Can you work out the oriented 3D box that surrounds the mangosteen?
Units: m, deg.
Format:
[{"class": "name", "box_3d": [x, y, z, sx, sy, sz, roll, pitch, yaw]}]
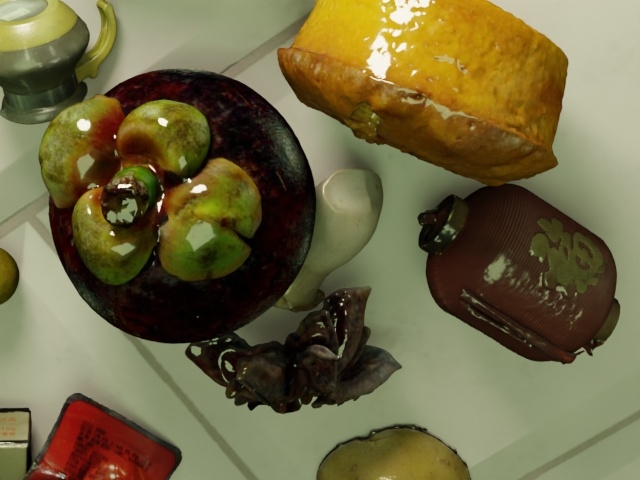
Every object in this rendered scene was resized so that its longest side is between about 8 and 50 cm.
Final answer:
[{"class": "mangosteen", "box_3d": [-0.153, -0.028, 1.266, 0.300, 0.300, 0.300, -1, 113, -1]}]

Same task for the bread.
[{"class": "bread", "box_3d": [0.109, -0.169, 1.235, 0.312, 0.312, 0.172, 21, 94, -10]}]

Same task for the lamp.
[{"class": "lamp", "box_3d": [0.225, 0.040, 1.373, 0.258, 0.180, 0.180, 30, 109, -14]}]

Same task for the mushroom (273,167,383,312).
[{"class": "mushroom", "box_3d": [0.001, 0.001, 1.393, 0.088, 0.097, 0.212, 37, 116, 1]}]

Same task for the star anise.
[{"class": "star anise", "box_3d": [-0.021, 0.145, 1.396, 0.212, 0.129, 0.283, -25, 154, 24]}]

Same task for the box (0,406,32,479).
[{"class": "box", "box_3d": [-0.515, 0.310, 1.481, 0.310, 0.084, 0.198, 1, 118, -14]}]

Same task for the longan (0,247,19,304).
[{"class": "longan", "box_3d": [-0.395, 0.041, 1.420, 0.083, 0.075, 0.075, 10, 120, 40]}]

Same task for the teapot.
[{"class": "teapot", "box_3d": [-0.295, -0.203, 1.298, 0.166, 0.130, 0.119, -27, 132, -24]}]

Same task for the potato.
[{"class": "potato", "box_3d": [0.099, 0.344, 1.534, 0.202, 0.117, 0.182, 34, 111, -15]}]

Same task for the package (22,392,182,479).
[{"class": "package", "box_3d": [-0.304, 0.341, 1.486, 0.269, 0.071, 0.194, -54, 133, -4]}]
